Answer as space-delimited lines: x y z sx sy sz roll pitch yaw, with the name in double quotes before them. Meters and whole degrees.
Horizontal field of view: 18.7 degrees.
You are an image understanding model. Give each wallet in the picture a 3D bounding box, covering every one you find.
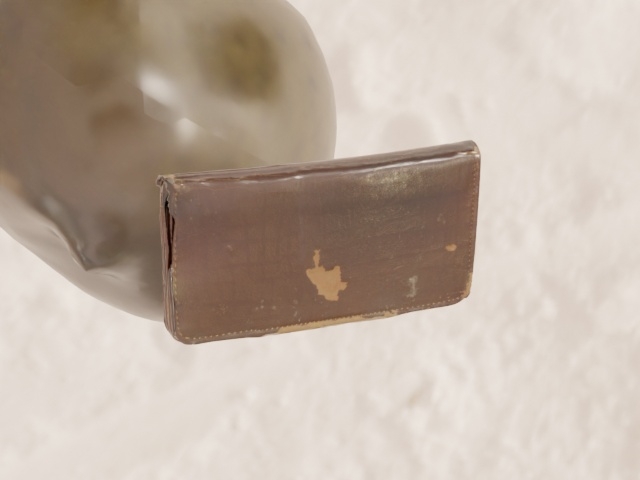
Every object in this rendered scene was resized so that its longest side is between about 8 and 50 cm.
"wallet" 0.000 0.000 1.003 0.176 0.026 0.095 -9 112 -25

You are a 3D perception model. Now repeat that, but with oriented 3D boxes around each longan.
"longan" -0.135 -0.090 1.443 0.288 0.350 0.288 -11 67 28
